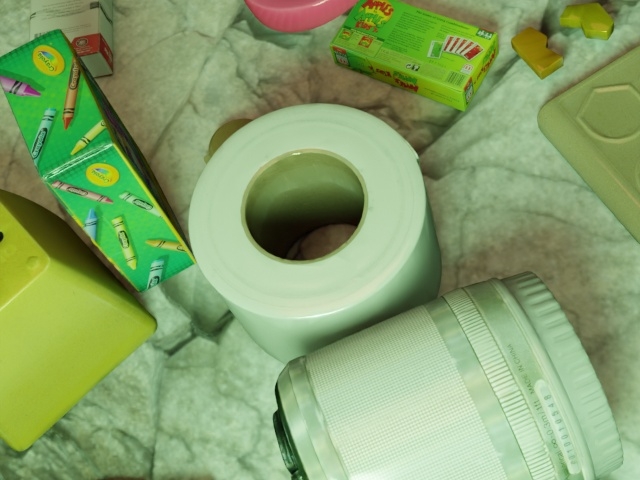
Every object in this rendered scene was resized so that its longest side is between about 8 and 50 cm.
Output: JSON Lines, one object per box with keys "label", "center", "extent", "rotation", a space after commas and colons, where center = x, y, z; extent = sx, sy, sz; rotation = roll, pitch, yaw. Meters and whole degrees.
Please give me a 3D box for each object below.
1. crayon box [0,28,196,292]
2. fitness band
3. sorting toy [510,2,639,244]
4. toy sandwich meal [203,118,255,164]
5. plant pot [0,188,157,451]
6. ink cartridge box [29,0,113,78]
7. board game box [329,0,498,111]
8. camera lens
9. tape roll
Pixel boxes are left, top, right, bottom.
{"label": "crayon box", "center": [-0.237, -0.077, 1.131], "extent": [0.081, 0.278, 0.165], "rotation": [-28, 61, -3]}
{"label": "fitness band", "center": [-0.012, -0.385, 1.334], "extent": [0.209, 0.054, 0.290], "rotation": [-17, 52, 10]}
{"label": "sorting toy", "center": [0.367, -0.160, 1.175], "extent": [0.229, 0.041, 0.307], "rotation": [-34, 62, 0]}
{"label": "toy sandwich meal", "center": [-0.098, -0.109, 1.259], "extent": [0.086, 0.029, 0.085], "rotation": [-5, 59, 8]}
{"label": "plant pot", "center": [-0.346, 0.065, 1.139], "extent": [0.212, 0.187, 0.212], "rotation": [-43, 62, -10]}
{"label": "ink cartridge box", "center": [-0.328, -0.279, 1.377], "extent": [0.099, 0.056, 0.135], "rotation": [-9, 63, 8]}
{"label": "board game box", "center": [0.113, -0.232, 1.261], "extent": [0.181, 0.043, 0.092], "rotation": [24, 71, 22]}
{"label": "camera lens", "center": [0.109, 0.172, 0.964], "extent": [0.274, 0.219, 0.219], "rotation": [-23, 62, 1]}
{"label": "tape roll", "center": [0.000, 0.000, 1.103], "extent": [0.246, 0.169, 0.246], "rotation": [-5, 64, 11]}
